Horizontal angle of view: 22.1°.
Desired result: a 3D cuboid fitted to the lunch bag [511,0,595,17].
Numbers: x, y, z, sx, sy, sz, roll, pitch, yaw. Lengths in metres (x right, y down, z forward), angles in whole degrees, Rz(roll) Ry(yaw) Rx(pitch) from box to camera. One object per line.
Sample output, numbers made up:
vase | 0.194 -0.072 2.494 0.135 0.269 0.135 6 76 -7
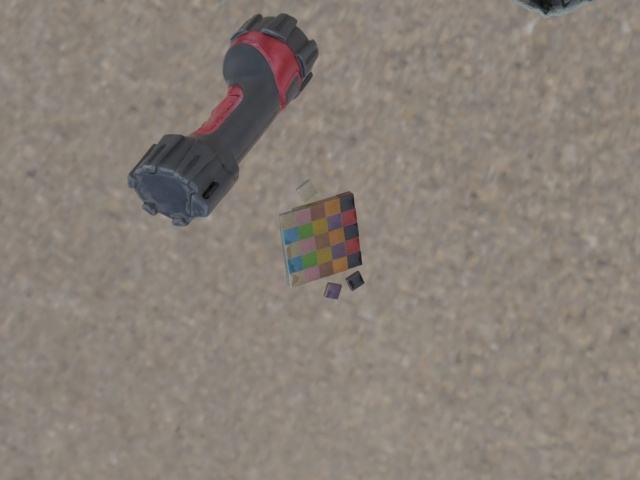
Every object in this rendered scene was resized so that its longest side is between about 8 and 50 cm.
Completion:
lunch bag | 0.109 -0.303 0.990 0.169 0.235 0.287 -18 123 5

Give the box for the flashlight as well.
flashlight | -0.106 -0.136 1.777 0.103 0.304 0.103 -25 110 42

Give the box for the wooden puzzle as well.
wooden puzzle | 0.000 0.000 0.992 0.049 0.006 0.083 -17 118 -20
